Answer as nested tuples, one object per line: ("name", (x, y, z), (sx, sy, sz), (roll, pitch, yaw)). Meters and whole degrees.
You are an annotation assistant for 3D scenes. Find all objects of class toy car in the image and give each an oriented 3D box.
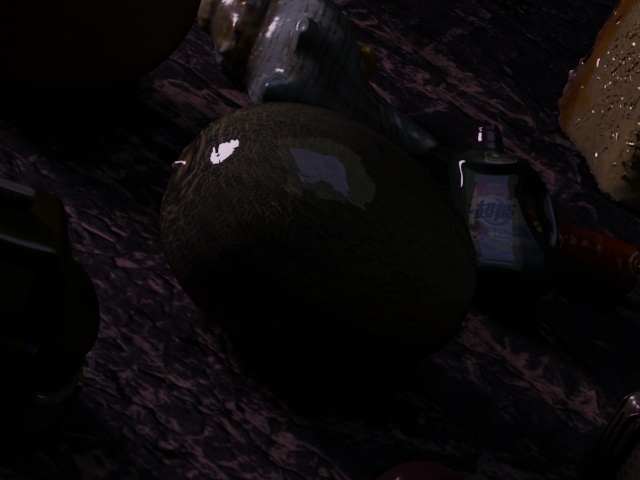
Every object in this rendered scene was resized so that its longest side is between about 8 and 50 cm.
("toy car", (-0.294, 0.030, 1.386), (0.248, 0.198, 0.204), (17, 29, -18))

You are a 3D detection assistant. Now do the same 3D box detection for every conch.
("conch", (-0.019, -0.232, 2.162), (0.386, 0.169, 0.203), (28, 55, 10))

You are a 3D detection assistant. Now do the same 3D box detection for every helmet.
("helmet", (0.087, 0.238, 1.508), (0.123, 0.070, 0.098), (-3, 40, -47))

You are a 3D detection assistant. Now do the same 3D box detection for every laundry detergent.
("laundry detergent", (0.214, -0.040, 2.012), (0.144, 0.078, 0.221), (10, 60, -14))

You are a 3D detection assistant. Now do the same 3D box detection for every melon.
("melon", (0.000, 0.000, 1.667), (0.329, 0.248, 0.248), (24, 26, -13))

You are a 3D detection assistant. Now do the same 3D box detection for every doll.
("doll", (0.028, -0.259, 2.286), (0.113, 0.135, 0.071), (34, 59, 27))

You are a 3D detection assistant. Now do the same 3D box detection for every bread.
("bread", (0.531, -0.203, 2.471), (0.279, 0.315, 0.248), (26, 26, -25))

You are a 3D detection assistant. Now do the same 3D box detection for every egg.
("egg", (-0.289, -0.299, 1.890), (0.282, 0.282, 0.351), (43, 27, 28))

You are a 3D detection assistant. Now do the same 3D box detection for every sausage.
("sausage", (0.268, 0.003, 2.099), (0.264, 0.083, 0.083), (17, 28, -15))

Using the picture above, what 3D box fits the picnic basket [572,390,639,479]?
("picnic basket", (0.381, 0.265, 1.625), (0.267, 0.165, 0.139), (18, 26, -19))
